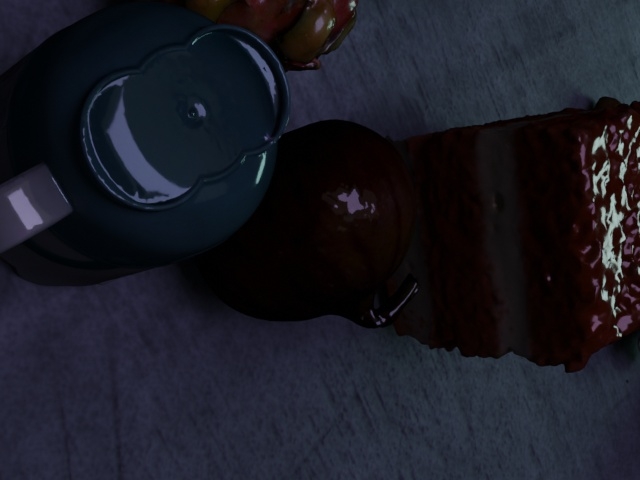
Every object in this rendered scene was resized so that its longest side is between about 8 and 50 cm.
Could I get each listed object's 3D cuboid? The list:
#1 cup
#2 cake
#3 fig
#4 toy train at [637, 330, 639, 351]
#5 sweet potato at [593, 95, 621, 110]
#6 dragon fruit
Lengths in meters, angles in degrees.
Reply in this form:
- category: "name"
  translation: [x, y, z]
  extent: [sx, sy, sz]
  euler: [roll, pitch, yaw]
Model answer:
- category: "cup"
  translation: [-0.194, -0.063, 0.791]
  extent: [0.289, 0.257, 0.219]
  euler: [-36, 104, -36]
- category: "cake"
  translation: [0.251, -0.017, 1.119]
  extent: [0.269, 0.319, 0.270]
  euler: [-15, 101, -42]
- category: "fig"
  translation: [-0.011, -0.014, 0.947]
  extent: [0.235, 0.235, 0.214]
  euler: [0, 86, -40]
- category: "toy train"
  translation: [0.594, 0.074, 1.515]
  extent: [0.299, 0.131, 0.202]
  euler: [-21, 93, -40]
- category: "sweet potato"
  translation: [0.438, -0.171, 1.466]
  extent: [0.049, 0.049, 0.117]
  euler: [36, 68, -33]
- category: "dragon fruit"
  translation: [-0.062, -0.279, 0.921]
  extent: [0.250, 0.269, 0.291]
  euler: [29, 65, -25]
